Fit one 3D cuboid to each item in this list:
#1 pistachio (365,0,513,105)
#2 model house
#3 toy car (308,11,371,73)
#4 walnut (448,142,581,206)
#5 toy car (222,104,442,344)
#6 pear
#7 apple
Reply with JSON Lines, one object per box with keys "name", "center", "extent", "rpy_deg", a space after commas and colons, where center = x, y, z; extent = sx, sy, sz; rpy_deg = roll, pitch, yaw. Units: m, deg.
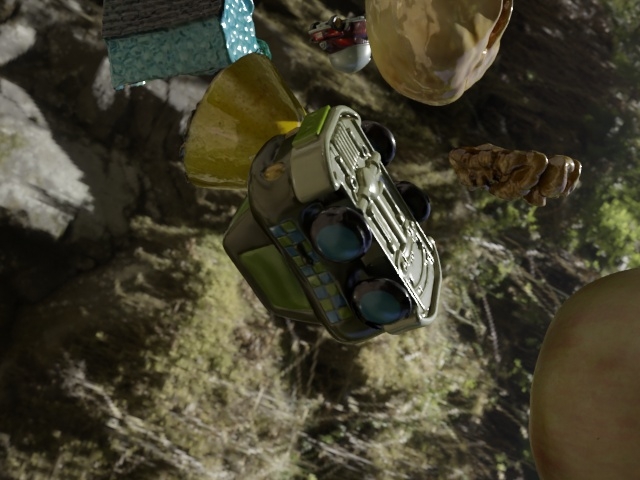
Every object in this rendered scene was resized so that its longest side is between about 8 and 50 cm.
{"name": "pistachio", "center": [0.190, -0.381, 1.343], "extent": [0.238, 0.229, 0.321], "rpy_deg": [-2, -90, 20]}
{"name": "model house", "center": [-0.248, -0.397, 1.430], "extent": [0.261, 0.241, 0.226], "rpy_deg": [-6, -165, 18]}
{"name": "toy car", "center": [0.050, -0.390, 1.648], "extent": [0.112, 0.139, 0.112], "rpy_deg": [0, -77, 51]}
{"name": "walnut", "center": [0.239, -0.083, 1.026], "extent": [0.170, 0.143, 0.069], "rpy_deg": [-157, -104, -68]}
{"name": "toy car", "center": [0.000, 0.000, 0.881], "extent": [0.198, 0.248, 0.204], "rpy_deg": [-22, -153, 26]}
{"name": "pear", "center": [-0.087, -0.156, 1.311], "extent": [0.267, 0.178, 0.267], "rpy_deg": [-54, 168, -16]}
{"name": "apple", "center": [0.314, 0.149, 0.705], "extent": [0.234, 0.257, 0.257], "rpy_deg": [5, -113, 34]}
